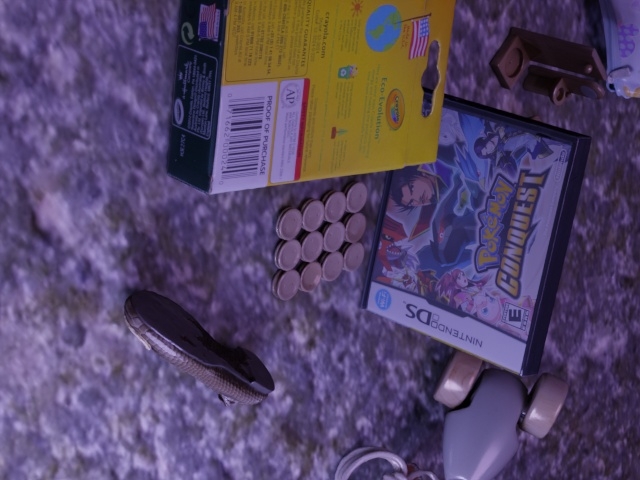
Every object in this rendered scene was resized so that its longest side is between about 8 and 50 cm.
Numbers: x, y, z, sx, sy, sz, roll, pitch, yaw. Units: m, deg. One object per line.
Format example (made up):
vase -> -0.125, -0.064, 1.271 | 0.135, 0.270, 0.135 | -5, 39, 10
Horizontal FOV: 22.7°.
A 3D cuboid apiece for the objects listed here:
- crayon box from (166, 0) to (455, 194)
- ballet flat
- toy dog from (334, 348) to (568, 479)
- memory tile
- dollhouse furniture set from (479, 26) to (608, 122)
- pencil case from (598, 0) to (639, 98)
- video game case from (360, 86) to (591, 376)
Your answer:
crayon box -> -0.004, -0.166, 1.645 | 0.318, 0.081, 0.202 | -8, 113, -40
ballet flat -> -0.133, 0.122, 1.663 | 0.058, 0.084, 0.250 | -34, 146, 14
toy dog -> 0.180, 0.291, 2.035 | 0.334, 0.220, 0.161 | -43, 167, -18
memory tile -> 0.000, 0.000, 1.803 | 0.148, 0.012, 0.113 | -23, 123, -43
dollhouse furniture set -> 0.271, -0.149, 1.964 | 0.151, 0.123, 0.144 | -56, 140, -16
pencil case -> 0.408, -0.314, 2.061 | 0.124, 0.113, 0.273 | -20, 130, -2
video game case -> 0.169, -0.015, 1.804 | 0.035, 0.248, 0.275 | -3, 109, -47
